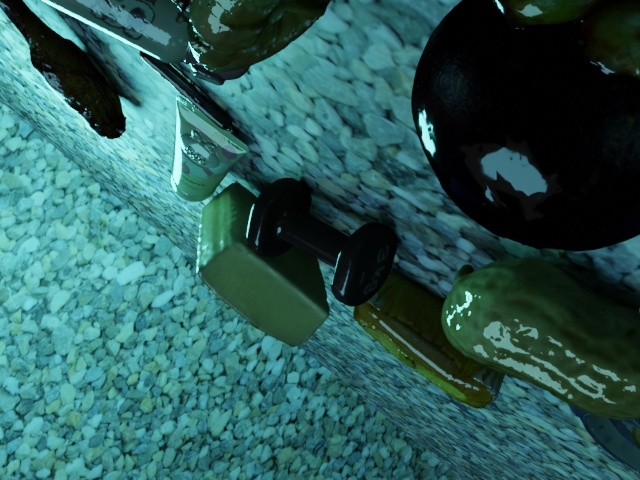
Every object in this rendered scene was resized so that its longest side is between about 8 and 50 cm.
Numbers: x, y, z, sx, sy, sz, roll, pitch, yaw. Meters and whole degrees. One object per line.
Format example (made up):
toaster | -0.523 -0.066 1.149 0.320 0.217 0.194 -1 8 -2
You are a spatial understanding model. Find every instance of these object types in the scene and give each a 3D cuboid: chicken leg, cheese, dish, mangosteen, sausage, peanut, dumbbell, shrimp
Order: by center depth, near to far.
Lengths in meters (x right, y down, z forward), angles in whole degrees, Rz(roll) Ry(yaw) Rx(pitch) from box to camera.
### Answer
mangosteen | 0.149 -0.105 0.460 0.194 0.194 0.230 28 134 32
shrimp | -0.019 -0.222 0.587 0.061 0.145 0.267 59 146 18
peanut | 0.267 0.104 0.866 0.291 0.143 0.159 25 171 34
dish | 0.465 0.257 0.989 0.236 0.086 0.228 38 165 -3
sausage | -0.210 -0.238 1.184 0.198 0.025 0.028 42 -167 -15
dumbbell | 0.000 0.000 1.196 0.225 0.140 0.124 30 -153 29
cheese | -0.109 0.039 1.405 0.242 0.124 0.265 45 -167 -24
chicken leg | -0.485 -0.339 1.417 0.158 0.096 0.407 51 178 46

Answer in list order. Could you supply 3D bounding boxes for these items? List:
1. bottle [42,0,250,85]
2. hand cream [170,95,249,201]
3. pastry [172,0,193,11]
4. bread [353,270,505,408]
bottle | -0.174 -0.253 0.810 0.233 0.110 0.110 26 168 -11
hand cream | -0.211 -0.155 1.361 0.147 0.093 0.306 37 157 -3
pastry | -0.124 -0.276 0.698 0.208 0.115 0.097 36 154 14
bread | 0.193 0.171 1.319 0.288 0.119 0.152 35 162 12
